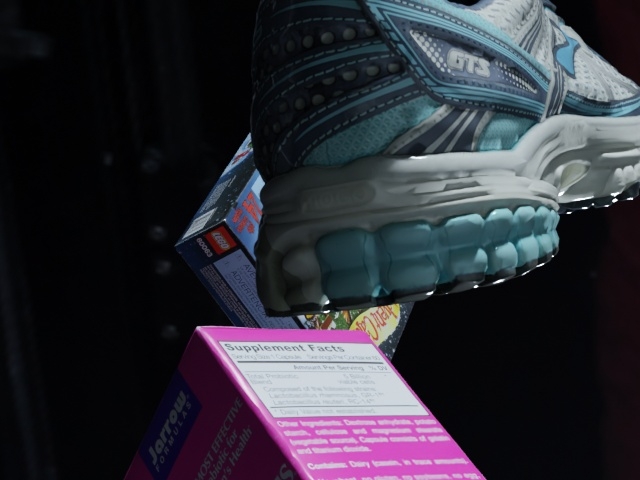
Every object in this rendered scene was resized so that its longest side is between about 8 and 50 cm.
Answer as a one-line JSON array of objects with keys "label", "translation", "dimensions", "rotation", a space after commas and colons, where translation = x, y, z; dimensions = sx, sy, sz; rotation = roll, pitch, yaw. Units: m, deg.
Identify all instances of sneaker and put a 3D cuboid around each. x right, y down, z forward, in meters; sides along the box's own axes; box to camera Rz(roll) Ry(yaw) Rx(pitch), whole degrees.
[{"label": "sneaker", "translation": [0.054, -0.065, 0.593], "dimensions": [0.283, 0.110, 0.122], "rotation": [-36, -62, -69]}]

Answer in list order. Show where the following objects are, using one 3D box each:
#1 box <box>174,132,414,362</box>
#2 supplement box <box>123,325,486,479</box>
[{"label": "box", "translation": [0.000, 0.000, 1.162], "dimensions": [0.159, 0.044, 0.233], "rotation": [53, -150, -16]}, {"label": "supplement box", "translation": [0.013, 0.148, 0.803], "dimensions": [0.114, 0.220, 0.111], "rotation": [5, -58, -38]}]
